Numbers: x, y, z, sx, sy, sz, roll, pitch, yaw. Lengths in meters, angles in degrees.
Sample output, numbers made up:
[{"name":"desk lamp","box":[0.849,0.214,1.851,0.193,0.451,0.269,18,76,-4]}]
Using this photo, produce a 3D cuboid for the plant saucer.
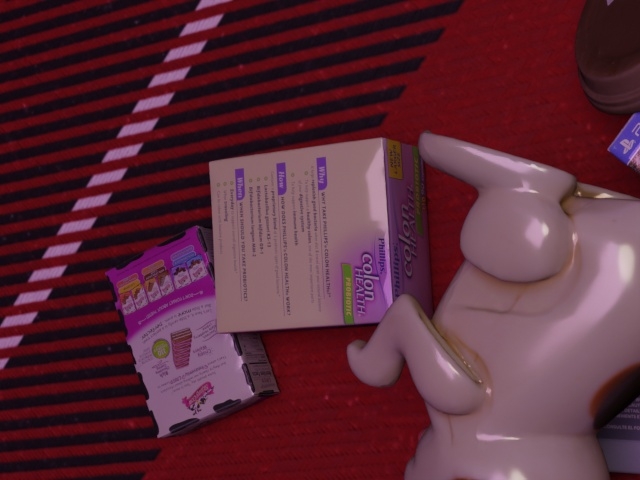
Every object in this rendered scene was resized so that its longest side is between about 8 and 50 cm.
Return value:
[{"name":"plant saucer","box":[0.355,-0.259,1.360,0.278,0.041,0.278,-49,24,30]}]

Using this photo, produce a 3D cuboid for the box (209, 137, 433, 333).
[{"name":"box","box":[0.000,0.000,1.593,0.243,0.117,0.214,-6,84,29]}]

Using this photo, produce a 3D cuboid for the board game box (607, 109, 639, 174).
[{"name":"board game box","box":[0.486,-0.094,1.324,0.291,0.141,0.232,40,105,24]}]

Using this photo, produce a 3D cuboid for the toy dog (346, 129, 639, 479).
[{"name":"toy dog","box":[0.228,0.140,1.325,0.395,0.284,0.408,19,95,24]}]

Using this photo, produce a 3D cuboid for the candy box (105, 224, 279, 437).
[{"name":"candy box","box":[-0.167,0.118,1.701,0.159,0.071,0.233,-25,75,24]}]

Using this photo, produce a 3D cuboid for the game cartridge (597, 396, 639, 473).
[{"name":"game cartridge","box":[0.321,0.155,1.449,0.297,0.062,0.198,-1,83,28]}]
